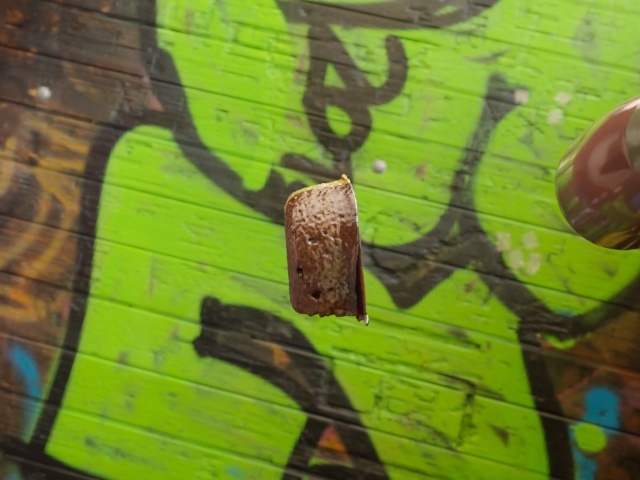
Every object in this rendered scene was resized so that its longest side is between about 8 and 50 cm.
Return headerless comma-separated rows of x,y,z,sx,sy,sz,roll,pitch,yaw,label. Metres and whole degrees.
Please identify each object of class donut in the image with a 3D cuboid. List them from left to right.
0.001,-0.001,1.002,0.217,0.085,0.141,-99,-176,-73,donut

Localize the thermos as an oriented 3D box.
0.340,-0.071,0.827,0.146,0.176,0.265,-42,173,-4,thermos
